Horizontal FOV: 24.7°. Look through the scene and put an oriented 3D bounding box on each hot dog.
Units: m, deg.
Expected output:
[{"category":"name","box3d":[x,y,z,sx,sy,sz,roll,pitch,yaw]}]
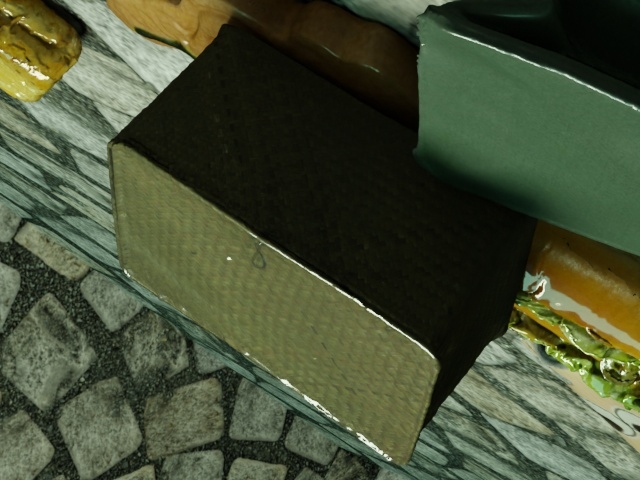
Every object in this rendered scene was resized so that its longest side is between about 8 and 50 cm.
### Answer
[{"category":"hot dog","box3d":[0.195,0.040,1.114,0.337,0.100,0.135,32,167,1]}]

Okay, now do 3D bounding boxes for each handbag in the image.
[{"category":"handbag","box3d":[0.178,-0.056,0.825,0.260,0.079,0.247,28,168,10]}]

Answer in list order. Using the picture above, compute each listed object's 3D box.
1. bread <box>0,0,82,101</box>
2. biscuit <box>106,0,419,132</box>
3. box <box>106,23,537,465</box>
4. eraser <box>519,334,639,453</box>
[{"category":"bread","box3d":[-0.329,-0.221,1.399,0.211,0.083,0.114,35,162,-17]},{"category":"biscuit","box3d":[-0.036,-0.133,1.117,0.334,0.047,0.202,16,161,49]},{"category":"box","box3d":[-0.002,0.002,1.028,0.273,0.143,0.184,32,152,16]},{"category":"eraser","box3d":[0.322,0.159,1.315,0.290,0.087,0.171,41,169,-38]}]
